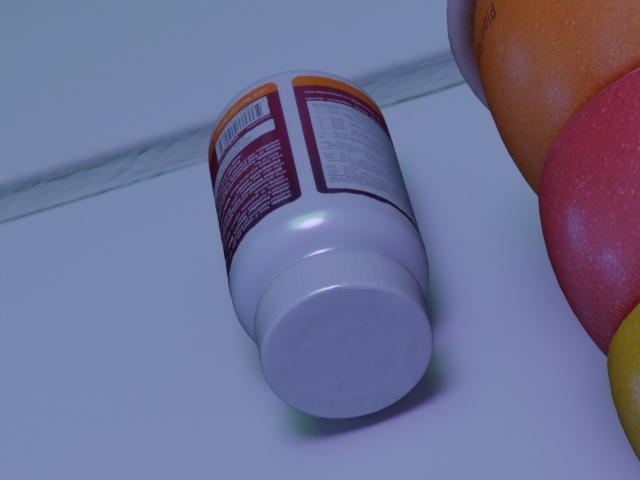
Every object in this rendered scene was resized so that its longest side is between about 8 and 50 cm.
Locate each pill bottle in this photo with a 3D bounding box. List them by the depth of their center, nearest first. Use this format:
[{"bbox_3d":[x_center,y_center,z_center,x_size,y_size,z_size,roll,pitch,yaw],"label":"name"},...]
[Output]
[{"bbox_3d":[0.000,0.000,1.222,0.121,0.121,0.221,-20,37,5],"label":"pill bottle"}]

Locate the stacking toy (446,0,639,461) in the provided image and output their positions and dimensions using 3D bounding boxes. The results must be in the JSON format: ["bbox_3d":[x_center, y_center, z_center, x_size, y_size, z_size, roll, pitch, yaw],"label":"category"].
[{"bbox_3d":[0.243,0.039,0.974,0.350,0.350,0.480,-10,58,17],"label":"stacking toy"}]
